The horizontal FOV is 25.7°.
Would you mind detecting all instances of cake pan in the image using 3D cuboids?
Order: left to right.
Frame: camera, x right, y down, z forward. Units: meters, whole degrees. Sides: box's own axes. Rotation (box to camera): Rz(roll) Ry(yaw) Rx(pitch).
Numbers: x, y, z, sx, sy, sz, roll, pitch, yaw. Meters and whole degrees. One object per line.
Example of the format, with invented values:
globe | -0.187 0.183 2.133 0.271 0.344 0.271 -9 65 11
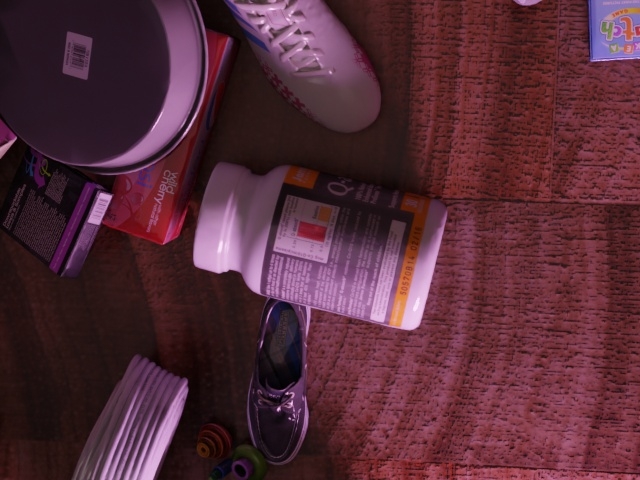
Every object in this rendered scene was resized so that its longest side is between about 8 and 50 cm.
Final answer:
cake pan | -0.270 -0.215 1.614 0.293 0.054 0.293 6 105 21

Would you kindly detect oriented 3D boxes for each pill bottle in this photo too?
pill bottle | 0.000 0.000 1.659 0.278 0.162 0.162 14 98 4

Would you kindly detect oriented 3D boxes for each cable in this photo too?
cable | -0.234 0.268 1.666 0.089 0.257 0.257 22 122 -1

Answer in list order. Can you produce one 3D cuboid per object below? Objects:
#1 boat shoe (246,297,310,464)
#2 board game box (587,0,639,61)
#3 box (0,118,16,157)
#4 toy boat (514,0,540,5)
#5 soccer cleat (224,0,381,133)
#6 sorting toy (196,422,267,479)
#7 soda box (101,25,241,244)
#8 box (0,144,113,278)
boat shoe | -0.049 0.170 1.726 0.080 0.076 0.229 9 97 5
board game box | 0.392 -0.320 1.644 0.160 0.039 0.212 -2 95 7
box | -0.510 -0.057 1.637 0.117 0.213 0.243 47 128 0
toy boat | 0.239 -0.429 1.580 0.267 0.148 0.318 4 67 6
soccer cleat | -0.050 -0.262 1.644 0.116 0.143 0.331 -36 92 9
sorting toy | -0.119 0.275 1.752 0.102 0.042 0.061 34 125 17
soda box | -0.179 -0.133 1.698 0.083 0.092 0.263 18 98 4
box | -0.328 -0.038 1.712 0.162 0.029 0.116 32 101 39
